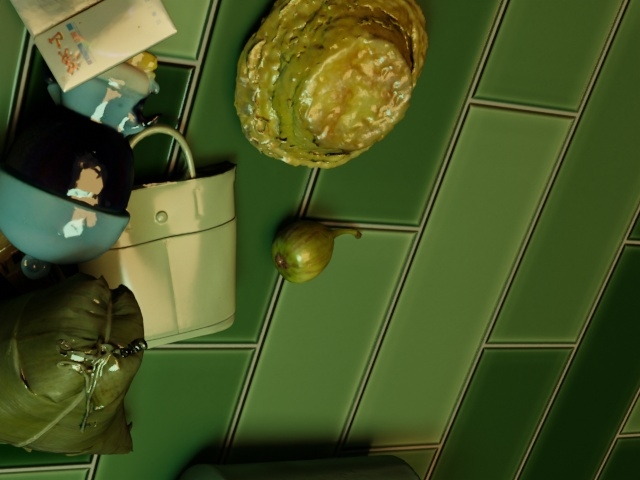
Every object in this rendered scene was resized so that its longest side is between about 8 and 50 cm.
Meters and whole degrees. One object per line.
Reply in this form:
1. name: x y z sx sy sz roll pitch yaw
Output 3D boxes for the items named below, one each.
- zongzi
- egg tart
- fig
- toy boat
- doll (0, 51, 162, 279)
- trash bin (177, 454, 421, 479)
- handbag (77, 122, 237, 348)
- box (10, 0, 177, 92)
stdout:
1. zongzi: -0.265 0.173 1.484 0.447 0.181 0.418 -18 146 36
2. egg tart: 0.030 -0.215 1.550 0.294 0.123 0.294 -15 125 -22
3. fig: -0.013 0.003 1.721 0.166 0.093 0.093 -41 148 -58
4. toy boat: -0.383 0.036 1.516 0.064 0.072 0.206 -35 130 -2
5. doll: -0.299 -0.098 1.422 0.177 0.141 0.314 24 95 7
6. trash bin: -0.052 0.488 1.873 0.432 0.280 0.280 1 120 -34
7. handbag: -0.224 -0.013 1.588 0.241 0.109 0.315 -13 112 -23
8. box: -0.282 -0.301 1.297 0.149 0.067 0.233 -30 106 -2
